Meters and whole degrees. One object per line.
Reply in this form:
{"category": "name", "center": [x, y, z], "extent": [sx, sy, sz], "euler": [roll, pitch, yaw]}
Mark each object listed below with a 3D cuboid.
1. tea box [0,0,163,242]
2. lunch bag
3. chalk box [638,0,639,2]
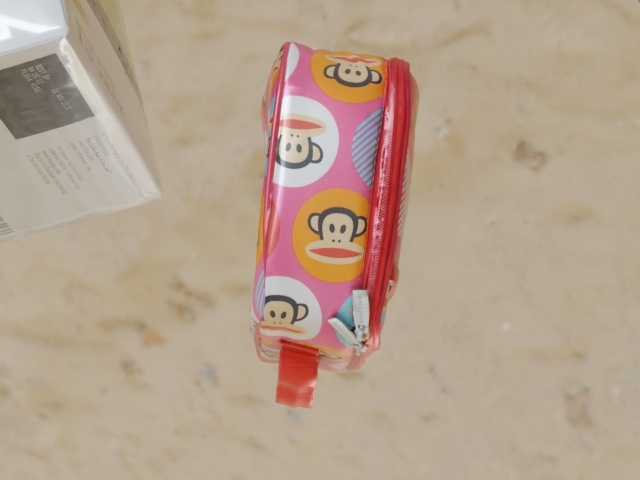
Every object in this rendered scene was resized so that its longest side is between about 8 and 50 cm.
{"category": "tea box", "center": [-0.297, -0.209, 1.448], "extent": [0.220, 0.324, 0.329], "euler": [-14, 158, 2]}
{"category": "lunch bag", "center": [0.000, 0.000, 1.317], "extent": [0.120, 0.258, 0.293], "euler": [7, 172, -1]}
{"category": "chalk box", "center": [0.338, -0.206, 1.173], "extent": [0.179, 0.180, 0.289], "euler": [-18, 132, 37]}
